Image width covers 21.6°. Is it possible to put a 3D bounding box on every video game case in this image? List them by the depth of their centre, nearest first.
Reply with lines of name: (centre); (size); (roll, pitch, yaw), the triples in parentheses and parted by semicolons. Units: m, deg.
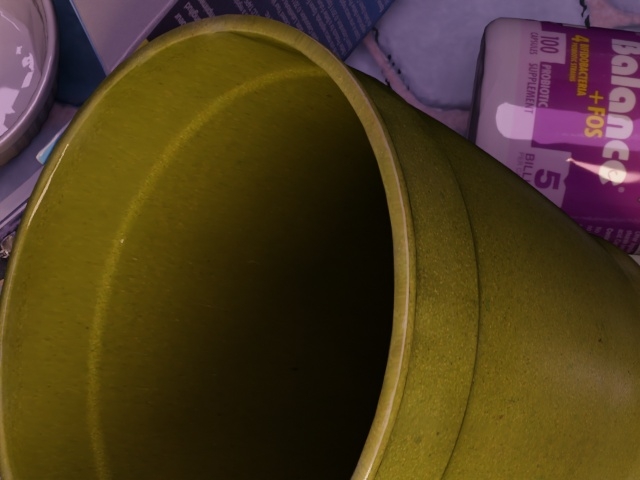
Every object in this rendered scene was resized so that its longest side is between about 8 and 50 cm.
video game case: (0.000, 0.000, 1.250); (0.193, 0.023, 0.212); (9, 91, -39)

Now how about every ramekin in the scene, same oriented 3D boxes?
ramekin: (-0.300, -0.142, 1.306); (0.207, 0.109, 0.207); (0, 81, 0)

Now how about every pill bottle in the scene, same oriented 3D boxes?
pill bottle: (0.263, -0.070, 1.260); (0.301, 0.169, 0.169); (6, 81, 2)

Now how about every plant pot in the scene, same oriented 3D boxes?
plant pot: (0.038, 0.077, 1.080); (0.366, 0.353, 0.366); (-14, 71, 43)

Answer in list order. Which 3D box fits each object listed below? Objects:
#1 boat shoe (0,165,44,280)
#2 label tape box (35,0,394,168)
boat shoe: (-0.218, 0.005, 1.302); (0.183, 0.065, 0.083); (-44, 82, -7)
label tape box: (-0.080, -0.170, 1.229); (0.115, 0.249, 0.348); (37, 83, 24)
